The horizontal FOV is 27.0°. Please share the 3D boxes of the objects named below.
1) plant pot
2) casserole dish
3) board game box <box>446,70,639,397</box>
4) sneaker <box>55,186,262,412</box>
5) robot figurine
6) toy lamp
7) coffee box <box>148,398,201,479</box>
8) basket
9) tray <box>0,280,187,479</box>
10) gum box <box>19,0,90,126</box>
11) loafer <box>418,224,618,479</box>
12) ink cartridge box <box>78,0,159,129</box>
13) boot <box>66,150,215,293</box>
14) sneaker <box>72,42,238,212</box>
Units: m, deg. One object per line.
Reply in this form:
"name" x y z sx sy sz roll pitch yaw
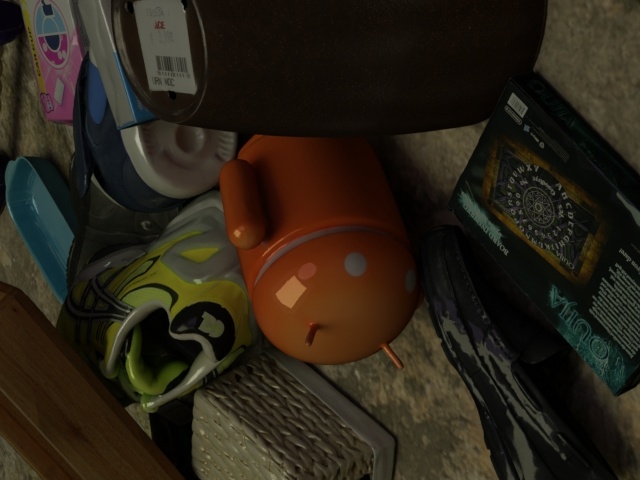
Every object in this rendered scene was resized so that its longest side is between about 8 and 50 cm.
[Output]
"plant pot" -0.010 -0.152 0.868 0.215 0.230 0.215 28 127 44
"casserole dish" -0.295 -0.014 1.488 0.188 0.037 0.114 56 142 19
"board game box" 0.167 -0.004 0.877 0.186 0.026 0.126 51 141 25
"sneaker" -0.165 0.083 1.204 0.145 0.147 0.384 39 141 -10
"robot figurine" 0.002 0.000 0.987 0.158 0.128 0.219 75 179 -51
"toy lamp" -0.378 -0.139 1.506 0.080 0.080 0.275 43 135 33
"coffee box" -0.106 0.242 1.352 0.184 0.040 0.113 22 123 47
"basket" -0.029 0.189 1.168 0.167 0.103 0.113 35 133 38
"tray" -0.224 0.188 1.239 0.203 0.076 0.411 14 146 50
"gum box" -0.235 -0.204 1.292 0.107 0.062 0.188 6 111 52
"loafer" 0.137 0.085 0.934 0.078 0.076 0.223 -28 73 19
"ink cartridge box" -0.079 -0.159 1.015 0.061 0.181 0.104 -5 102 68
"boot" -0.170 0.024 1.307 0.161 0.083 0.246 27 132 32
"sneaker" -0.159 -0.184 1.146 0.236 0.130 0.323 178 87 -66
